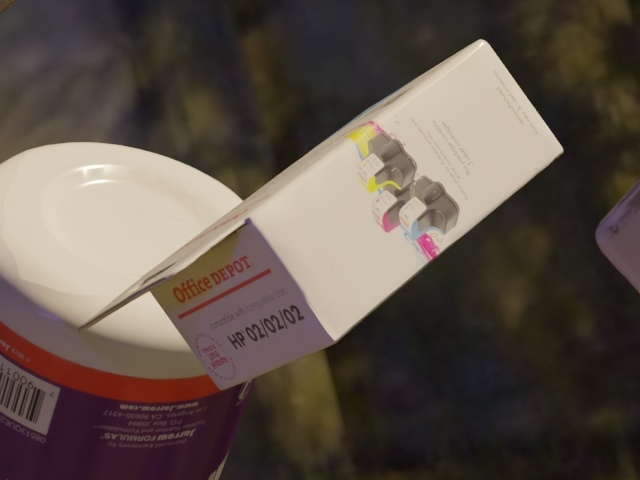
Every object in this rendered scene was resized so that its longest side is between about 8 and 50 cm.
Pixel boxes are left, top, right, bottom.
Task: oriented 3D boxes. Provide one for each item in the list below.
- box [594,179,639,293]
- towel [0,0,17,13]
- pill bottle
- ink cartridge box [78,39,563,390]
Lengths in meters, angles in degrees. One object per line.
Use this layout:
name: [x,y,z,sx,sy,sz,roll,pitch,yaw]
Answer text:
box: [0.204,-0.025,0.496,0.232,0.148,0.127,-34,-12,-46]
towel: [-0.223,-0.082,0.486,0.329,0.237,0.037,-40,-12,-12]
pill bottle: [-0.146,0.115,1.153,0.181,0.181,0.323,-13,-44,-39]
ink cartridge box: [0.000,0.000,0.810,0.181,0.062,0.104,-38,5,-31]
